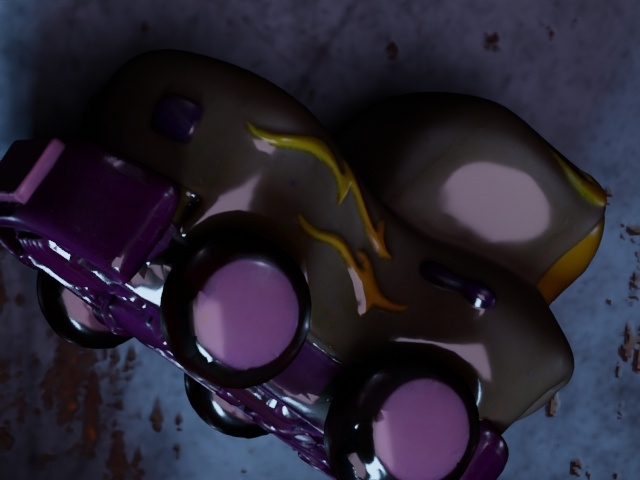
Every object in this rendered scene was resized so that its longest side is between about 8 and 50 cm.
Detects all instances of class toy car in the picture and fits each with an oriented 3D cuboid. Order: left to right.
[{"bbox_3d":[0.000,0.000,1.048,0.340,0.271,0.240,37,78,-22],"label":"toy car"}]
